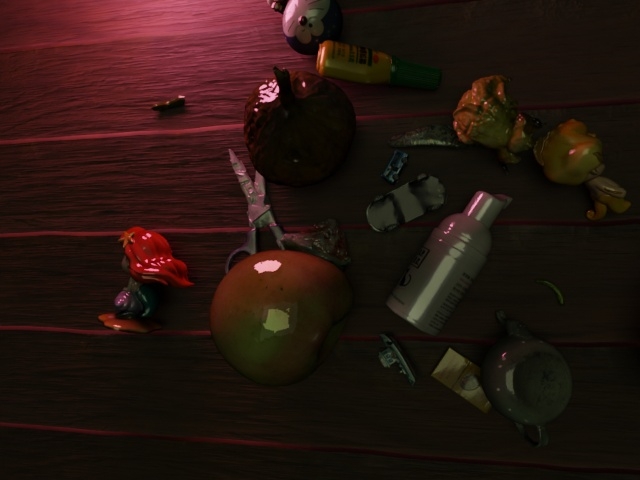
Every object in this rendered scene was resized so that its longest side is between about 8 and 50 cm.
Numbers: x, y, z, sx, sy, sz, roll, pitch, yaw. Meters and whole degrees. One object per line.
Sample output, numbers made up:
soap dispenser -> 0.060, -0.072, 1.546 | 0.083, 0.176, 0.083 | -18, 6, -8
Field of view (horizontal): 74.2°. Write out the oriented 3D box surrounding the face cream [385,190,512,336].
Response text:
face cream -> 0.308, 0.031, 0.984 | 0.145, 0.145, 0.370 | 32, 93, 10

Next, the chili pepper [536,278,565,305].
chili pepper -> 0.548, 0.119, 0.999 | 0.030, 0.017, 0.083 | -39, 82, 8

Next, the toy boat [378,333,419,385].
toy boat -> 0.182, 0.293, 1.038 | 0.066, 0.059, 0.140 | -28, 81, -9

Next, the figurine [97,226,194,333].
figurine -> -0.456, 0.104, 1.119 | 0.208, 0.181, 0.257 | 12, 88, 50

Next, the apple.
apple -> -0.095, 0.166, 0.973 | 0.277, 0.319, 0.319 | 28, 93, 20

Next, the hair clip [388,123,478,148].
hair clip -> 0.283, -0.256, 1.053 | 0.229, 0.036, 0.066 | -1, 81, 10

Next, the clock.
clock -> -0.030, -0.595, 1.067 | 0.199, 0.146, 0.243 | -18, 81, 34

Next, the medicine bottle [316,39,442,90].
medicine bottle -> 0.144, -0.419, 1.034 | 0.309, 0.076, 0.111 | 8, 58, -8

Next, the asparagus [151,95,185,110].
asparagus -> -0.430, -0.387, 1.198 | 0.108, 0.021, 0.025 | -12, 82, 10

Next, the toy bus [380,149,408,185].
toy bus -> 0.189, -0.184, 1.066 | 0.046, 0.038, 0.083 | 29, 92, 15

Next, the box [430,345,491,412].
box -> 0.356, 0.336, 1.025 | 0.155, 0.023, 0.087 | 34, 91, 10

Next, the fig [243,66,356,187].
fig -> -0.071, -0.289, 0.961 | 0.286, 0.369, 0.286 | -3, 77, 11

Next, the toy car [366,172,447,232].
toy car -> 0.211, -0.090, 1.050 | 0.205, 0.056, 0.095 | -26, 84, 12

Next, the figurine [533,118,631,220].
figurine -> 0.584, -0.156, 0.943 | 0.131, 0.156, 0.246 | -44, 94, 9

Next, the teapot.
teapot -> 0.452, 0.307, 0.945 | 0.193, 0.129, 0.294 | -5, 83, -8

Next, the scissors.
scissors -> -0.158, -0.083, 1.132 | 0.256, 0.029, 0.383 | -12, 84, 6

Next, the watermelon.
watermelon -> 0.000, 0.000, 1.070 | 0.187, 0.071, 0.139 | 24, 77, -3

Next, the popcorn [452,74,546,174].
popcorn -> 0.406, -0.275, 0.975 | 0.195, 0.168, 0.173 | 35, 128, 6
